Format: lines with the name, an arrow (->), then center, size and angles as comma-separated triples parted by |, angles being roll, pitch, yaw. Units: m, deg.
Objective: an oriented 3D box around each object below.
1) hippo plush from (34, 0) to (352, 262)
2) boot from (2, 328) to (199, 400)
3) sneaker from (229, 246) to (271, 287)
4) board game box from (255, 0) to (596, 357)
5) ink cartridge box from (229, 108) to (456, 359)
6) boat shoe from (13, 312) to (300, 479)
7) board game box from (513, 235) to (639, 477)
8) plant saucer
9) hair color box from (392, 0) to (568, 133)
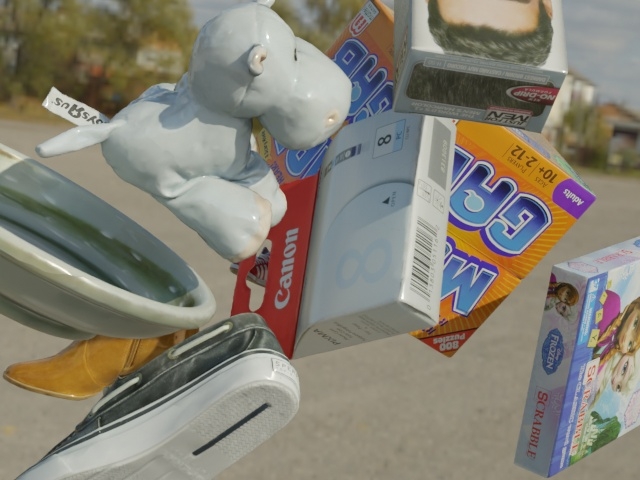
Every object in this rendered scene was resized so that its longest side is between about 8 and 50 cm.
hippo plush -> -0.104, -0.154, 1.422 | 0.294, 0.236, 0.234 | 32, 24, -24
boot -> -0.324, 0.132, 2.023 | 0.295, 0.211, 0.104 | 6, 6, 5
sneaker -> -0.099, 0.036, 2.179 | 0.042, 0.067, 0.118 | 20, -5, 34
board game box -> 0.147, -0.105, 2.192 | 0.356, 0.356, 0.356 | 32, 17, -30
ink cartridge box -> 0.000, 0.000, 1.856 | 0.385, 0.308, 0.091 | -16, -36, 37
boat shoe -> -0.168, 0.188, 1.297 | 0.335, 0.121, 0.119 | -29, 39, 8
board game box -> 0.427, 0.168, 2.057 | 0.066, 0.319, 0.318 | 21, 22, 34
plant saucer -> -0.302, 0.007, 1.411 | 0.400, 0.100, 0.400 | 31, 8, -5
hair color box -> 0.189, -0.316, 1.655 | 0.185, 0.374, 0.114 | 7, -37, -6
